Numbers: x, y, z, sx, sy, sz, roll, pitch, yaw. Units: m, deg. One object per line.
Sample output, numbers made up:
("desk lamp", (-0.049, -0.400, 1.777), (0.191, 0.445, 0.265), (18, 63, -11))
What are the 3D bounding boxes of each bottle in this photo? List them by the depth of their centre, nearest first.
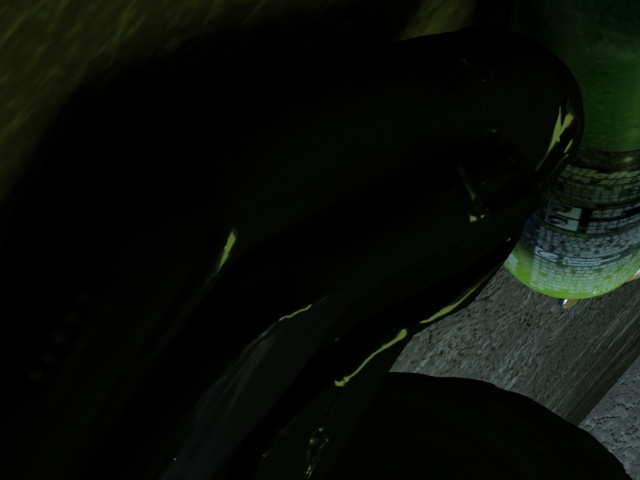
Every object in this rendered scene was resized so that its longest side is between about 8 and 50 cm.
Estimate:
("bottle", (0.126, -0.059, 0.762), (0.093, 0.093, 0.330), (-46, 166, -10))

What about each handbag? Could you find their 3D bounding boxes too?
("handbag", (-0.033, 0.053, 0.575), (0.244, 0.088, 0.275), (-22, 148, -54))

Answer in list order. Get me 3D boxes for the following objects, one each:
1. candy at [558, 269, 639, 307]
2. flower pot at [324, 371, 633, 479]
("candy", (0.273, -0.049, 1.222), (0.143, 0.101, 0.271), (-28, 161, -41))
("flower pot", (0.036, 0.222, 0.787), (0.302, 0.302, 0.213), (-44, 145, -19))
